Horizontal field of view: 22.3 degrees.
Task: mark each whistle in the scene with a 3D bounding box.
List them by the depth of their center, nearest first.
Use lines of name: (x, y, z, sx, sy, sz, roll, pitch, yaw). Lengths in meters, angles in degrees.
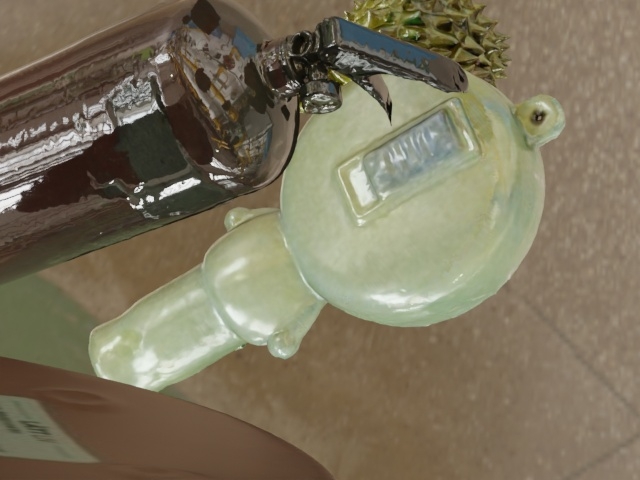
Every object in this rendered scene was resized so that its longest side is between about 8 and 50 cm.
whistle: (0.000, 0.000, 0.766, 0.258, 0.126, 0.067, -31, 150, 18)

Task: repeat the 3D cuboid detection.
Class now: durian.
durian: (0.082, -0.118, 1.190, 0.186, 0.108, 0.119, -2, 129, -28)

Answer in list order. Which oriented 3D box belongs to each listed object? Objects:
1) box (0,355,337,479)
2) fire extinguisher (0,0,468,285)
box: (-0.134, 0.134, 0.373, 0.300, 0.301, 0.216, 9, 91, 5)
fire extinguisher: (-0.084, -0.027, 0.577, 0.267, 0.072, 0.089, -19, 150, 26)
